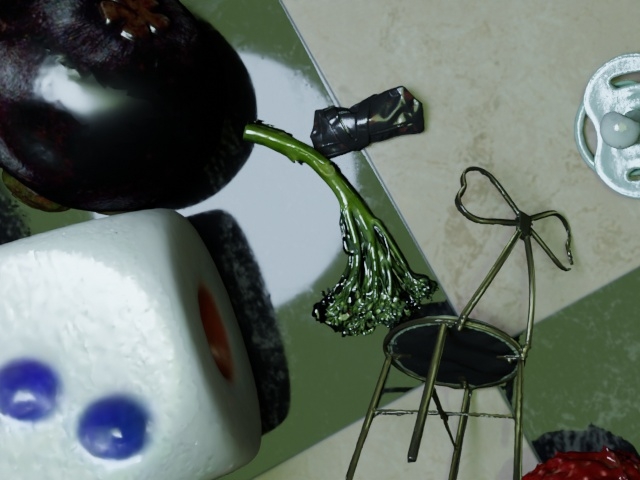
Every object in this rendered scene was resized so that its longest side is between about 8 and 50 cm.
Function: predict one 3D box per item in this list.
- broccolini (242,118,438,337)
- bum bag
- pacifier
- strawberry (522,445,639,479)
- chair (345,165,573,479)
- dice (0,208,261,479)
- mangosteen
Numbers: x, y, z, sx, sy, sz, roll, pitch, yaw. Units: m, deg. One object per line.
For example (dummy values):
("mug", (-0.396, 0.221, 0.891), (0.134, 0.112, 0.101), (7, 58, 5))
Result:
("broccolini", (-0.005, -0.007, 1.531), (0.123, 0.062, 0.271), (-41, 93, -10))
("bum bag", (0.048, -0.125, 1.537), (0.124, 0.034, 0.058), (-18, 103, 6))
("pacifier", (0.308, -0.114, 1.476), (0.126, 0.116, 0.150), (-3, 95, 31))
("strawberry", (0.269, 0.314, 1.420), (0.205, 0.244, 0.205), (0, 91, 3))
("chair", (0.144, 0.113, 1.479), (0.159, 0.170, 0.326), (25, 57, -21))
("dice", (-0.242, 0.135, 1.434), (0.304, 0.304, 0.277), (-19, 90, 6))
("mangosteen", (-0.244, -0.134, 1.477), (0.275, 0.275, 0.302), (42, 130, 3))
